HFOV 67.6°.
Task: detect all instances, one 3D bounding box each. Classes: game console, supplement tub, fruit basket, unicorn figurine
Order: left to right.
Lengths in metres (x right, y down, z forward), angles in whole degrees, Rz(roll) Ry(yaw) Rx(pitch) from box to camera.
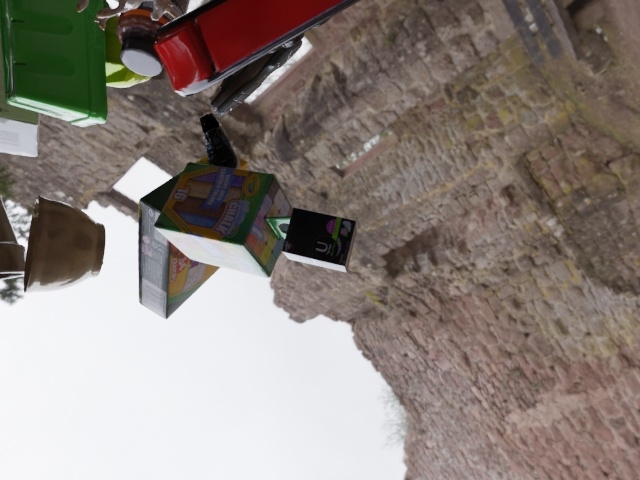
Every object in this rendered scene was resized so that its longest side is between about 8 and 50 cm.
[{"bbox_3d":[-0.518,-0.450,1.104,0.391,0.282,0.393,-8,-77,-39],"label":"fruit basket"},{"bbox_3d":[-0.300,-0.364,0.710,0.162,0.060,0.111,44,-108,-11],"label":"unicorn figurine"},{"bbox_3d":[-0.295,-0.393,0.844,0.106,0.106,0.198,27,-117,-46],"label":"supplement tub"},{"bbox_3d":[0.036,-0.274,0.467,0.387,0.341,0.060,-78,-34,-54],"label":"game console"}]

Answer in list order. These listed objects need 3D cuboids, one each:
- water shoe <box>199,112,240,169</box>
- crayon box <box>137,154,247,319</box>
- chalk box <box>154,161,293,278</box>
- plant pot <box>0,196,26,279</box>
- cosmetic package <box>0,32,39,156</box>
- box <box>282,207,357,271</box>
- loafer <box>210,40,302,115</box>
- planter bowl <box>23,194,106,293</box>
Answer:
[{"bbox_3d":[-0.260,-0.234,1.184,0.203,0.072,0.080,61,178,35],"label":"water shoe"},{"bbox_3d":[-0.340,-0.020,1.280,0.106,0.363,0.313,28,-139,11],"label":"crayon box"},{"bbox_3d":[-0.130,-0.028,0.785,0.132,0.212,0.132,63,-136,-57],"label":"chalk box"},{"bbox_3d":[-0.791,-0.050,0.971,0.323,0.322,0.281,-4,-94,-61],"label":"plant pot"},{"bbox_3d":[-0.954,-0.485,1.495,0.156,0.217,0.386,6,-112,-30],"label":"cosmetic package"},{"bbox_3d":[0.000,0.000,0.620,0.052,0.083,0.062,64,-141,-76],"label":"box"},{"bbox_3d":[-0.166,-0.408,1.133,0.084,0.267,0.096,51,-170,-8],"label":"loafer"},{"bbox_3d":[-0.433,0.012,0.815,0.109,0.162,0.162,8,-128,-35],"label":"planter bowl"}]
